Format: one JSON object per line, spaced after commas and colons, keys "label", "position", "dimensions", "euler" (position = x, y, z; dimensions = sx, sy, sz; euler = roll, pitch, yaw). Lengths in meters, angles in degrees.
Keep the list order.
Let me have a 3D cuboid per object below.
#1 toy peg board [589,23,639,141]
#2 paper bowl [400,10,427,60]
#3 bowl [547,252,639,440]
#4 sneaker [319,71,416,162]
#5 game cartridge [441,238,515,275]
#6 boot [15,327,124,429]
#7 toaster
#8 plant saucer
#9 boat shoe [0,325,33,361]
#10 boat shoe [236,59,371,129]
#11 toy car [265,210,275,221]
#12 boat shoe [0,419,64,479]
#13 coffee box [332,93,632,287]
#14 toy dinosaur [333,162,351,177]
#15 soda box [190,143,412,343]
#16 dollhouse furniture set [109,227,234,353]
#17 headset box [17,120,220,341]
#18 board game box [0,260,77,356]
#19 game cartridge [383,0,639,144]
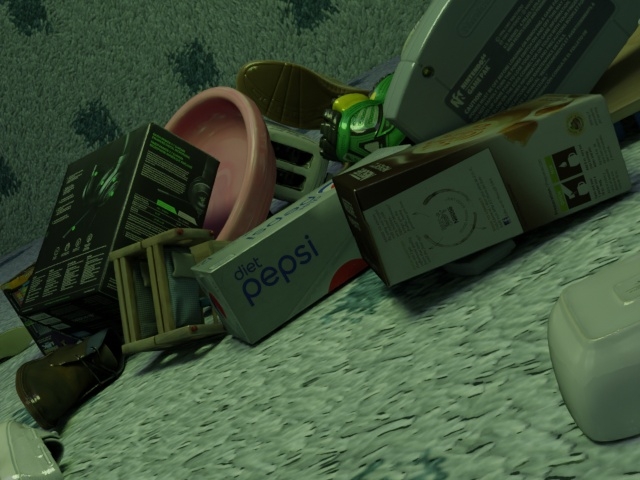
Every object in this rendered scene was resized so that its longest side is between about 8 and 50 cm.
{"label": "toy peg board", "position": [0.366, -0.170, 1.022], "dimensions": [0.161, 0.079, 0.161], "euler": [-27, 29, 12]}
{"label": "paper bowl", "position": [0.261, -0.247, 1.194], "dimensions": [0.284, 0.148, 0.284], "euler": [-27, -16, -8]}
{"label": "bowl", "position": [0.203, 0.048, 0.544], "dimensions": [0.142, 0.053, 0.142], "euler": [-27, 12, 12]}
{"label": "sneaker", "position": [0.136, -0.183, 1.473], "dimensions": [0.146, 0.134, 0.343], "euler": [20, 30, 23]}
{"label": "game cartridge", "position": [0.147, 0.013, 0.874], "dimensions": [0.056, 0.017, 0.083], "euler": [-35, 14, -12]}
{"label": "boot", "position": [-0.305, 0.160, 1.113], "dimensions": [0.106, 0.082, 0.219], "euler": [-32, 11, -3]}
{"label": "toaster", "position": [-0.092, -0.141, 1.554], "dimensions": [0.129, 0.227, 0.146], "euler": [-71, 21, 4]}
{"label": "plant saucer", "position": [-0.179, -0.072, 1.405], "dimensions": [0.332, 0.084, 0.332], "euler": [-26, 54, 41]}
{"label": "boat shoe", "position": [-0.577, 0.193, 1.618], "dimensions": [0.133, 0.049, 0.042], "euler": [-35, 22, -8]}
{"label": "boat shoe", "position": [-0.006, -0.250, 1.623], "dimensions": [0.302, 0.109, 0.098], "euler": [11, 7, -10]}
{"label": "toy car", "position": [-0.122, -0.023, 1.489], "dimensions": [0.122, 0.060, 0.040], "euler": [-34, -19, -50]}
{"label": "boat shoe", "position": [-0.290, 0.219, 0.906], "dimensions": [0.063, 0.066, 0.184], "euler": [-18, 7, -18]}
{"label": "coffee box", "position": [0.149, -0.056, 0.877], "dimensions": [0.246, 0.098, 0.141], "euler": [-22, 11, -4]}
{"label": "toy dinosaur", "position": [0.053, -0.165, 1.689], "dimensions": [0.112, 0.064, 0.211], "euler": [-55, 15, 11]}
{"label": "soda box", "position": [0.000, 0.000, 1.044], "dimensions": [0.286, 0.098, 0.091], "euler": [-33, 12, -18]}
{"label": "dollhouse furniture set", "position": [-0.147, 0.063, 1.139], "dimensions": [0.129, 0.129, 0.183], "euler": [-18, -13, 37]}
{"label": "headset box", "position": [-0.293, -0.013, 1.317], "dimensions": [0.246, 0.131, 0.283], "euler": [-17, 54, 45]}
{"label": "board game box", "position": [-0.428, 0.091, 1.490], "dimensions": [0.048, 0.141, 0.170], "euler": [-23, 14, 28]}
{"label": "game cartridge", "position": [0.207, -0.208, 0.965], "dimensions": [0.294, 0.196, 0.060], "euler": [-53, 24, 1]}
